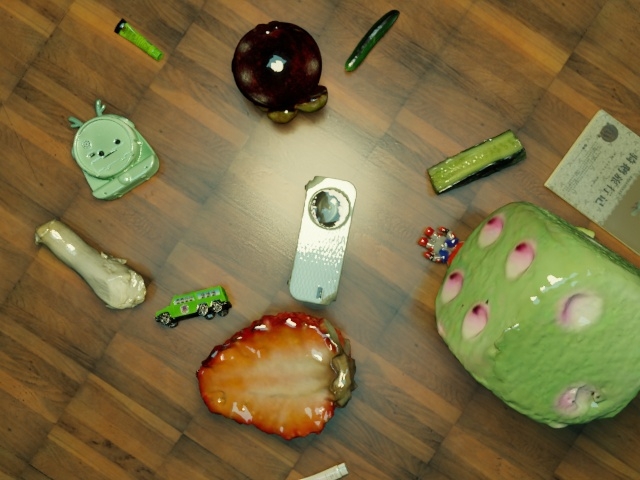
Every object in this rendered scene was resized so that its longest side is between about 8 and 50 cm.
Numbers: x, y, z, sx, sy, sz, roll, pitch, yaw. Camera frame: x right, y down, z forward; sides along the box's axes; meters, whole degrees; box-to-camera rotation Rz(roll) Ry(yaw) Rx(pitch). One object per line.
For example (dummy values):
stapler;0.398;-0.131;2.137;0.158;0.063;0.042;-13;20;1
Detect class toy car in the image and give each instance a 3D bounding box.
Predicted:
toy car;-0.281;0.147;1.302;0.165;0.071;0.062;-13;75;0

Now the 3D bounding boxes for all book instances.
book;0.693;-0.119;1.332;0.310;0.021;0.217;36;89;0

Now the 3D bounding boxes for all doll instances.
doll;0.312;0.037;1.311;0.195;0.062;0.104;30;74;7

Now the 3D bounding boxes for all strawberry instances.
strawberry;-0.092;0.278;1.274;0.336;0.149;0.265;-9;97;10

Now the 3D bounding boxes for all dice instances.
dice;0.435;0.139;1.142;0.318;0.322;0.330;27;106;-15

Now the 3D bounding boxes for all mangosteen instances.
mangosteen;-0.088;-0.358;1.246;0.210;0.210;0.209;0;90;0

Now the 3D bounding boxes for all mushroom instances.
mushroom;-0.501;0.053;1.287;0.278;0.096;0.099;37;89;4

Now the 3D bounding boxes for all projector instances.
projector;0.000;0.000;1.238;0.108;0.198;0.250;12;90;-1

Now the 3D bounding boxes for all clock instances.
clock;-0.471;-0.205;1.300;0.159;0.066;0.210;-34;90;-1

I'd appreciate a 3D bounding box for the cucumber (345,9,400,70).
cucumber;0.113;-0.451;1.321;0.036;0.033;0.184;38;88;18

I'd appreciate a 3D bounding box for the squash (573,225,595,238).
squash;0.502;-0.005;1.303;0.200;0.075;0.090;15;116;1

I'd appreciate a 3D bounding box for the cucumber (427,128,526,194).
cucumber;0.345;-0.164;1.314;0.211;0.062;0.078;-27;57;5

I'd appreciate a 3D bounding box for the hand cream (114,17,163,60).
hand cream;-0.406;-0.447;1.320;0.122;0.023;0.036;37;101;1

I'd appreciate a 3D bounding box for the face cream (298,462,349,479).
face cream;0.008;0.534;1.327;0.115;0.020;0.038;-24;91;2
